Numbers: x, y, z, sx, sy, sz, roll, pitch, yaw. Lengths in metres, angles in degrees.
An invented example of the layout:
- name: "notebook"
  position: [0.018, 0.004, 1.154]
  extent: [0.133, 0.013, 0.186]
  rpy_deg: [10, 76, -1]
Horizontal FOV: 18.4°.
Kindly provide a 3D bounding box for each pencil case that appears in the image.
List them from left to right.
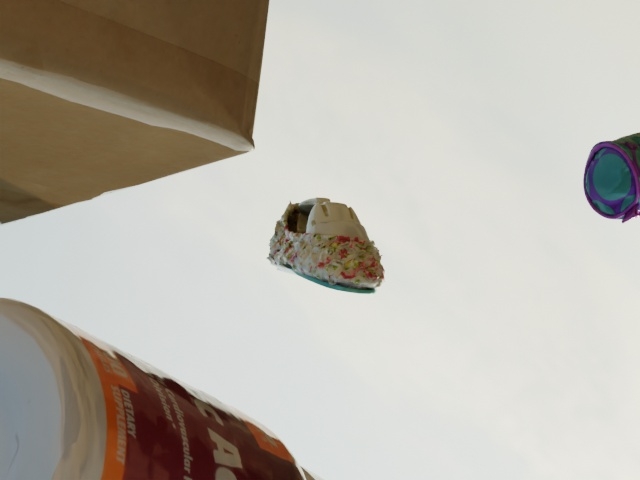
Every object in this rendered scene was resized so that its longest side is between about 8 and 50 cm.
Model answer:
- name: "pencil case"
  position: [0.281, -0.056, 1.595]
  extent: [0.152, 0.064, 0.070]
  rpy_deg: [-11, -109, -40]

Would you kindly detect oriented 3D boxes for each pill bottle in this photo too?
- name: "pill bottle"
  position: [-0.142, 0.202, 1.407]
  extent: [0.224, 0.224, 0.392]
  rpy_deg: [50, -170, 36]

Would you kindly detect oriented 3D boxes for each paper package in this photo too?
- name: "paper package"
  position: [-0.226, -0.137, 0.977]
  extent: [0.325, 0.168, 0.309]
  rpy_deg: [14, 165, -34]

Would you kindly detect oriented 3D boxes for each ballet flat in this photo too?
- name: "ballet flat"
  position: [0.000, 0.000, 1.784]
  extent: [0.091, 0.077, 0.241]
  rpy_deg: [6, -177, -17]
